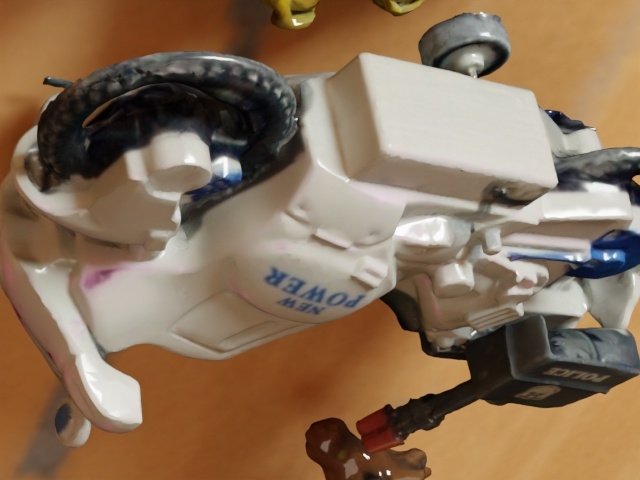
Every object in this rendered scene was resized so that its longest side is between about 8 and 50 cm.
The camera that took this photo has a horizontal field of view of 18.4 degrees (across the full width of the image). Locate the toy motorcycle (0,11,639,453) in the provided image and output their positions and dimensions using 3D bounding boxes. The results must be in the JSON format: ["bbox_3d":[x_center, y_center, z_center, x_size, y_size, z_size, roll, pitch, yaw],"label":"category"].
[{"bbox_3d":[0.000,0.000,0.555,0.221,0.102,0.150,9,147,-37],"label":"toy motorcycle"}]

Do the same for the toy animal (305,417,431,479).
[{"bbox_3d":[-0.065,0.166,0.711,0.229,0.066,0.224,-8,121,0],"label":"toy animal"}]

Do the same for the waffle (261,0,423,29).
[{"bbox_3d":[0.023,-0.149,0.467,0.228,0.051,0.231,23,120,-39],"label":"waffle"}]
